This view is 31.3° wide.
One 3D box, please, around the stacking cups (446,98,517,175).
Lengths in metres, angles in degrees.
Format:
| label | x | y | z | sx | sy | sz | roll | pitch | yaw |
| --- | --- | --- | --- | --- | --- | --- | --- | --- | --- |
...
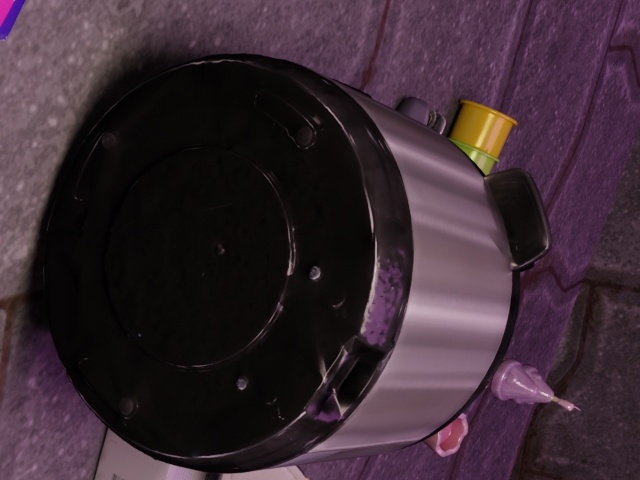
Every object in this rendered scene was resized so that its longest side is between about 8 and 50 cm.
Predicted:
| label | x | y | z | sx | sy | sz | roll | pitch | yaw |
| --- | --- | --- | --- | --- | --- | --- | --- | --- | --- |
| stacking cups | 0.200 | -0.051 | 1.738 | 0.096 | 0.096 | 0.316 | 15 | 96 | -64 |

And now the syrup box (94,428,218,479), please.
| label | x | y | z | sx | sy | sz | roll | pitch | yaw |
| --- | --- | --- | --- | --- | --- | --- | --- | --- | --- |
| syrup box | -0.145 | 0.242 | 1.324 | 0.237 | 0.093 | 0.096 | -9 | 118 | -60 |

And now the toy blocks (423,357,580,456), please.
| label | x | y | z | sx | sy | sz | roll | pitch | yaw |
| --- | --- | --- | --- | --- | --- | --- | --- | --- | --- |
| toy blocks | 0.169 | 0.127 | 1.451 | 0.289 | 0.260 | 0.308 | 23 | 91 | -50 |

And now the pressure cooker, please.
| label | x | y | z | sx | sy | sz | roll | pitch | yaw |
| --- | --- | --- | --- | --- | --- | --- | --- | --- | --- |
| pressure cooker | -0.011 | 0.037 | 1.111 | 0.420 | 0.370 | 0.375 | 13 | 102 | -60 |

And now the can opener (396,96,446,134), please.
| label | x | y | z | sx | sy | sz | roll | pitch | yaw |
| --- | --- | --- | --- | --- | --- | --- | --- | --- | --- |
| can opener | 0.091 | -0.060 | 1.585 | 0.095 | 0.076 | 0.283 | 23 | 90 | -32 |

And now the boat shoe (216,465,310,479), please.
| label | x | y | z | sx | sy | sz | roll | pitch | yaw |
| --- | --- | --- | --- | --- | --- | --- | --- | --- | --- |
| boat shoe | -0.060 | 0.302 | 1.323 | 0.109 | 0.091 | 0.305 | -16 | 137 | -1 |

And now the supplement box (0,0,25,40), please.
| label | x | y | z | sx | sy | sz | roll | pitch | yaw |
| --- | --- | --- | --- | --- | --- | --- | --- | --- | --- |
| supplement box | -0.275 | -0.226 | 0.699 | 0.111 | 0.114 | 0.220 | -65 | 155 | -4 |
